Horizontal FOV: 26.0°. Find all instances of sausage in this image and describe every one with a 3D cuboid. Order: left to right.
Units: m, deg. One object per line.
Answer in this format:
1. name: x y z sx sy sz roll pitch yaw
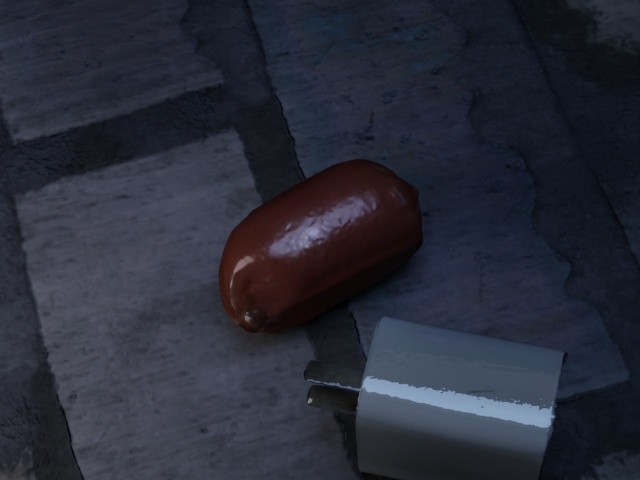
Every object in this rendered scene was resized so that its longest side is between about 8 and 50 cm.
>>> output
1. sausage: 0.000 0.000 1.536 0.254 0.148 0.148 -24 61 -10

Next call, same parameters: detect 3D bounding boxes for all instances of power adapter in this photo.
1. power adapter: 0.108 0.169 1.400 0.255 0.187 0.124 10 59 8
